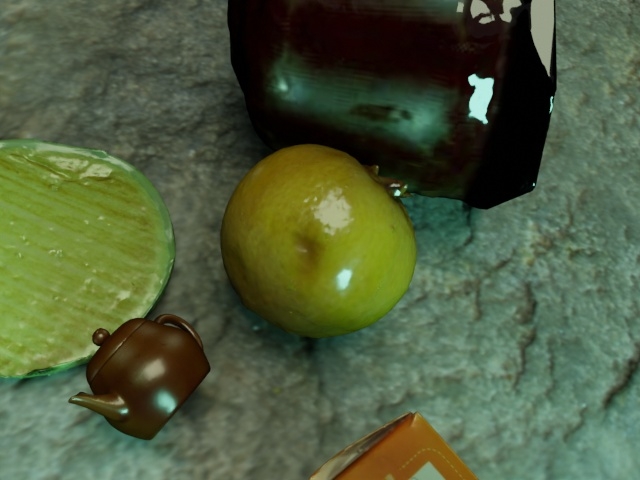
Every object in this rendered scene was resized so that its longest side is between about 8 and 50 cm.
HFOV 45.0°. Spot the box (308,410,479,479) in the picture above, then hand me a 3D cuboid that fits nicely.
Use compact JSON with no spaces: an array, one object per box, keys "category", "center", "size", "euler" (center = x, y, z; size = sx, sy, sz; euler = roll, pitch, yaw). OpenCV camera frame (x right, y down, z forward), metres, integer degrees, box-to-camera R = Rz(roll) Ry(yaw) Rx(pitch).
[{"category":"box","center":[0.102,0.329,0.601],"size":[0.143,0.225,0.341],"euler":[-33,71,-32]}]

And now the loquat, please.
[{"category":"loquat","center":[0.000,0.000,0.804],"size":[0.208,0.208,0.208],"euler":[7,56,-10]}]

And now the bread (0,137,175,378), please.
[{"category":"bread","center":[-0.303,0.015,0.817],"size":[0.301,0.045,0.301],"euler":[5,56,-8]}]

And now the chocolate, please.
[{"category":"chocolate","center":[0.061,-0.219,0.893],"size":[0.331,0.384,0.384],"euler":[-1,57,-3]}]

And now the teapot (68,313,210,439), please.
[{"category":"teapot","center":[-0.171,0.120,0.738],"size":[0.116,0.116,0.173],"euler":[30,30,6]}]
